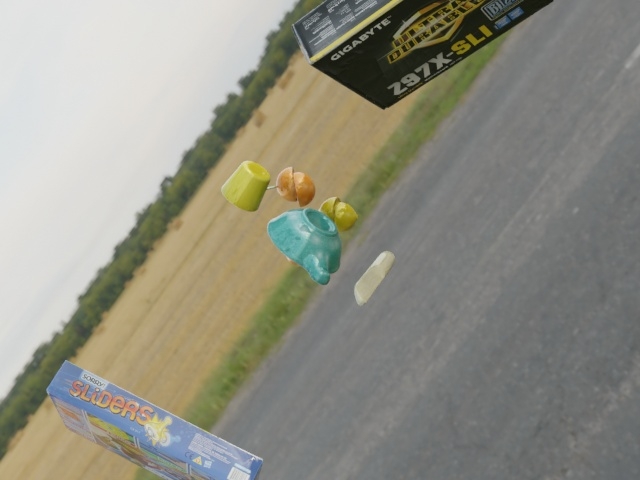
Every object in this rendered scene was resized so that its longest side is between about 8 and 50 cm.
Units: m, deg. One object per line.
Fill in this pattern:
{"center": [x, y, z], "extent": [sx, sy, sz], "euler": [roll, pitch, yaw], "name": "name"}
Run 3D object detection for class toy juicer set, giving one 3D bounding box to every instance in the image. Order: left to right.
{"center": [0.000, 0.000, 1.570], "extent": [0.209, 0.329, 0.090], "euler": [-6, -44, -55], "name": "toy juicer set"}

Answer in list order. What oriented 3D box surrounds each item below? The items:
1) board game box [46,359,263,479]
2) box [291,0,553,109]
{"center": [-0.153, 0.191, 0.906], "extent": [0.035, 0.201, 0.136], "euler": [-62, -5, -25], "name": "board game box"}
{"center": [0.156, -0.333, 1.399], "extent": [0.322, 0.079, 0.257], "euler": [-31, -20, 21], "name": "box"}
